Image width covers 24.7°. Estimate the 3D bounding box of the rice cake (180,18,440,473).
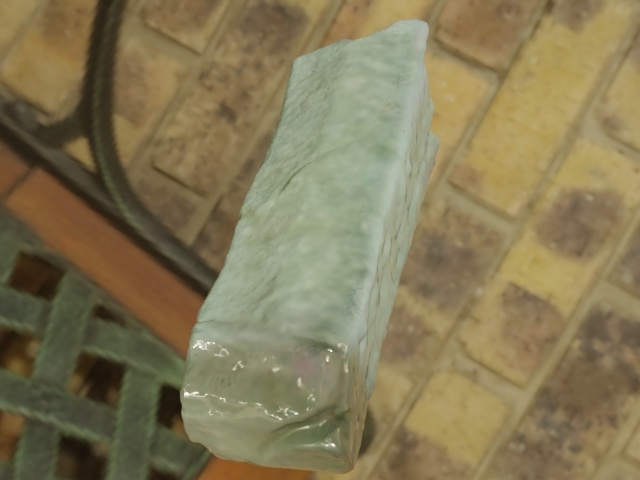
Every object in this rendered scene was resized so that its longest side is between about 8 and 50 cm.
[{"bbox_3d":[0.000,0.000,0.581,0.063,0.069,0.206,75,22,-46],"label":"rice cake"}]
